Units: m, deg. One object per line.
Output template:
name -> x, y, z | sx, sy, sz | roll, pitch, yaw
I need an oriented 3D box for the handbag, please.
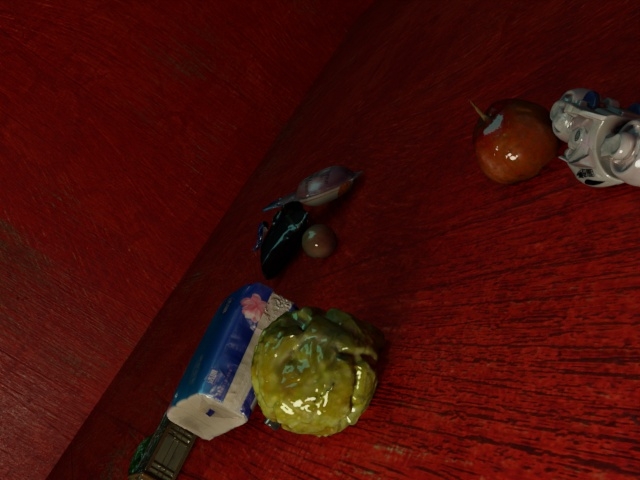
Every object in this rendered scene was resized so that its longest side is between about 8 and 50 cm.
handbag -> -0.100, -0.016, 1.779 | 0.211, 0.088, 0.254 | -59, 13, 8

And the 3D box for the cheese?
cheese -> -0.023, -0.130, 1.696 | 0.286, 0.074, 0.189 | -18, 12, 25

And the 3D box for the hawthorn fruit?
hawthorn fruit -> 0.275, -0.147, 0.950 | 0.125, 0.140, 0.125 | 20, -90, -77

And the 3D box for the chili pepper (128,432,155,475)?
chili pepper -> -0.435, 0.542, 1.608 | 0.073, 0.050, 0.182 | -58, 12, 10

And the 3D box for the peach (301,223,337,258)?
peach -> -0.001, 0.002, 1.478 | 0.083, 0.083, 0.083 | -47, 17, 19

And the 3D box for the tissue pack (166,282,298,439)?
tissue pack -> -0.177, 0.234, 1.291 | 0.209, 0.137, 0.270 | -36, 21, 49

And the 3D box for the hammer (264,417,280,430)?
hammer -> -0.087, 0.273, 1.239 | 0.103, 0.029, 0.246 | -55, 14, -6

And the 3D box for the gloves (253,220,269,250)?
gloves -> -0.166, -0.010, 1.798 | 0.064, 0.026, 0.086 | -86, 18, -54

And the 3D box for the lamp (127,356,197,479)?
lamp -> -0.311, 0.408, 1.471 | 0.090, 0.089, 0.325 | -33, 26, 49

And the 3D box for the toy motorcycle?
toy motorcycle -> 0.336, -0.114, 0.772 | 0.112, 0.112, 0.254 | -48, 16, 17

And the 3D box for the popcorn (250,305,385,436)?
popcorn -> 0.007, 0.182, 0.943 | 0.198, 0.198, 0.212 | -40, -6, 38
